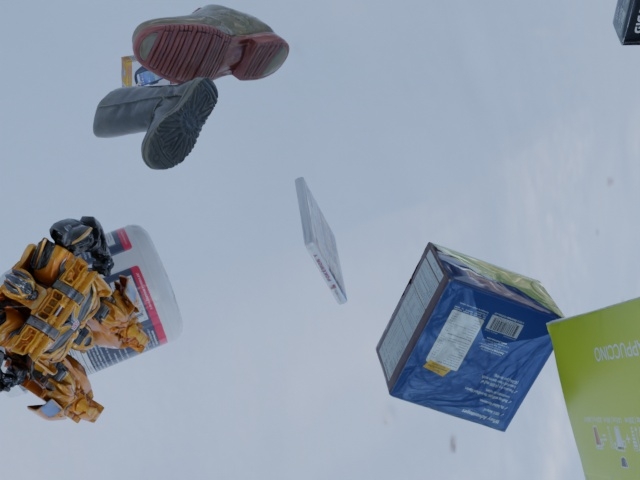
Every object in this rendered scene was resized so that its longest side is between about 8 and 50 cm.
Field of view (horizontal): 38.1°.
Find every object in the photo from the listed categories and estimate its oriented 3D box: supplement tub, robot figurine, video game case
[{"bbox_3d":[-0.359,0.105,1.379,0.191,0.272,0.191,159,-90,-78],"label":"supplement tub"},{"bbox_3d":[-0.268,0.096,0.986,0.211,0.085,0.291,-59,169,-18],"label":"robot figurine"},{"bbox_3d":[0.000,0.000,1.838,0.201,0.023,0.183,-101,166,-48],"label":"video game case"}]

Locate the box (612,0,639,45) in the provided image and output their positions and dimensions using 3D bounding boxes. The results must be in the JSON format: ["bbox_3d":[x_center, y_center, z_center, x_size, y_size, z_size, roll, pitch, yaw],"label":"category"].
[{"bbox_3d":[0.430,-0.320,1.007,0.051,0.175,0.220,-92,-179,-45],"label":"box"}]

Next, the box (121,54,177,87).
[{"bbox_3d":[-0.326,-0.332,1.834,0.136,0.028,0.081,-14,133,-26],"label":"box"}]

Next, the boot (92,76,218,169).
[{"bbox_3d":[-0.271,-0.174,1.385,0.189,0.209,0.076,-57,138,-37],"label":"boot"}]

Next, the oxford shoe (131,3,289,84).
[{"bbox_3d":[-0.216,-0.364,1.679,0.348,0.123,0.130,-6,51,-52],"label":"oxford shoe"}]

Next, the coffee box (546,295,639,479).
[{"bbox_3d":[0.484,0.203,1.001,0.337,0.334,0.338,111,-32,-79],"label":"coffee box"}]

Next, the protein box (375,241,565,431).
[{"bbox_3d":[0.219,0.144,1.380,0.136,0.200,0.201,-103,-145,-65],"label":"protein box"}]
